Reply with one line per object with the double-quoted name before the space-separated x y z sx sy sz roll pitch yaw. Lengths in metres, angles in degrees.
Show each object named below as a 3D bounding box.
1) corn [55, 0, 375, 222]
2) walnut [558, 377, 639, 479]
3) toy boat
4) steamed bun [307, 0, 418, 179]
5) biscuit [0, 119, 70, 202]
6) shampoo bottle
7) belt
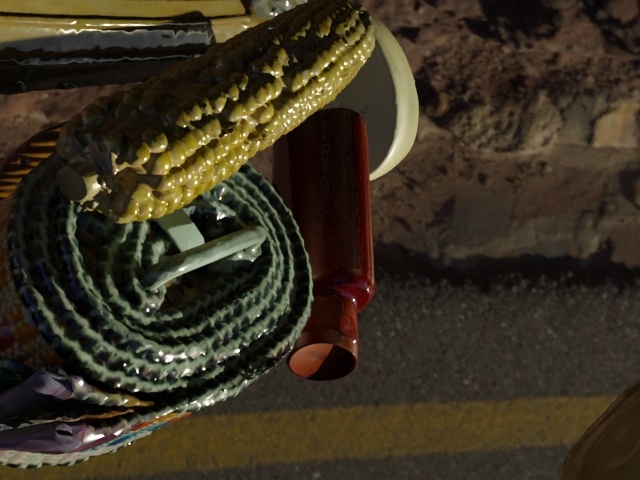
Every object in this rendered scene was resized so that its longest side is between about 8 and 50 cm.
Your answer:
"corn" -0.059 -0.095 0.713 0.288 0.086 0.087 -39 122 -41
"walnut" 0.256 0.201 0.492 0.381 0.381 0.381 -6 110 -18
"toy boat" -0.186 -0.222 0.940 0.445 0.136 0.162 -17 116 -48
"steamed bun" 0.039 -0.203 1.355 0.154 0.200 0.250 -24 92 18
"biscuit" -0.247 -0.045 1.124 0.228 0.031 0.176 -31 115 -18
"shampoo bottle" 0.000 0.000 0.935 0.102 0.260 0.064 -23 136 25
"belt" -0.133 0.031 0.737 0.295 0.160 0.207 -17 78 -54
